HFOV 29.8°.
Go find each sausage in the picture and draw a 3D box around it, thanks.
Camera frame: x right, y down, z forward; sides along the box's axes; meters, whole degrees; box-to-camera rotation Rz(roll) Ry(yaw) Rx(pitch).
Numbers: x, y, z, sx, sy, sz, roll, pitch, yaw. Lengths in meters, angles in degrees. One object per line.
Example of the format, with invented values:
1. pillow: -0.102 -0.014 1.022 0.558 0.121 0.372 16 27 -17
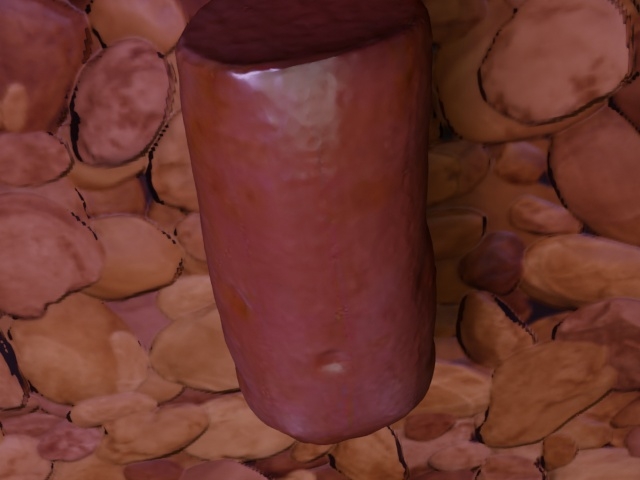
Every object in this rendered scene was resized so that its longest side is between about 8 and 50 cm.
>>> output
1. sausage: 0.000 0.000 0.584 0.113 0.113 0.259 -7 131 -2
